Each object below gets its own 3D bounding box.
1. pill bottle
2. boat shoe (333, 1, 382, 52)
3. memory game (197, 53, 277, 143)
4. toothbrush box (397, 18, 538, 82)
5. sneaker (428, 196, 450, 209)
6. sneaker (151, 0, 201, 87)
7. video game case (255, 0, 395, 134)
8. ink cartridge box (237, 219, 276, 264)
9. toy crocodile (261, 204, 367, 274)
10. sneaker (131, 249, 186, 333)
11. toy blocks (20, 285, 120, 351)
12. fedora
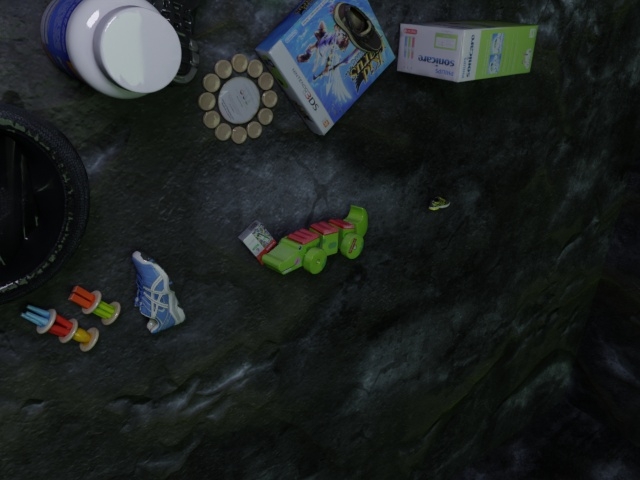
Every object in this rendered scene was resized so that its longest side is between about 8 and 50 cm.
[{"bbox_3d":[-0.320,-0.301,0.809,0.152,0.272,0.152,-18,122,-32],"label":"pill bottle"},{"bbox_3d":[0.089,-0.454,1.137,0.152,0.049,0.056,22,95,-44],"label":"boat shoe"},{"bbox_3d":[-0.172,-0.295,1.115,0.186,0.012,0.186,-19,123,-32],"label":"memory game"},{"bbox_3d":[0.367,-0.483,1.327,0.283,0.206,0.122,-19,123,-31],"label":"toothbrush box"},{"bbox_3d":[0.371,-0.119,1.635,0.083,0.031,0.035,-22,124,-30],"label":"sneaker"},{"bbox_3d":[-0.267,-0.400,0.933,0.101,0.106,0.267,9,86,-36],"label":"sneaker"},{"bbox_3d":[0.022,-0.417,1.179,0.269,0.061,0.244,-49,134,-9],"label":"video game case"},{"bbox_3d":[-0.143,0.010,1.281,0.063,0.029,0.115,-46,132,-12],"label":"ink cartridge box"},{"bbox_3d":[0.000,0.000,1.324,0.341,0.115,0.105,-21,123,-39],"label":"toy crocodile"},{"bbox_3d":[-0.356,0.114,1.124,0.081,0.080,0.211,-33,128,-27],"label":"sneaker"},{"bbox_3d":[-0.493,0.142,1.044,0.123,0.054,0.148,-52,133,-5],"label":"toy blocks"},{"bbox_3d":[-0.539,-0.065,0.832,0.334,0.153,0.333,-19,124,-30],"label":"fedora"}]
